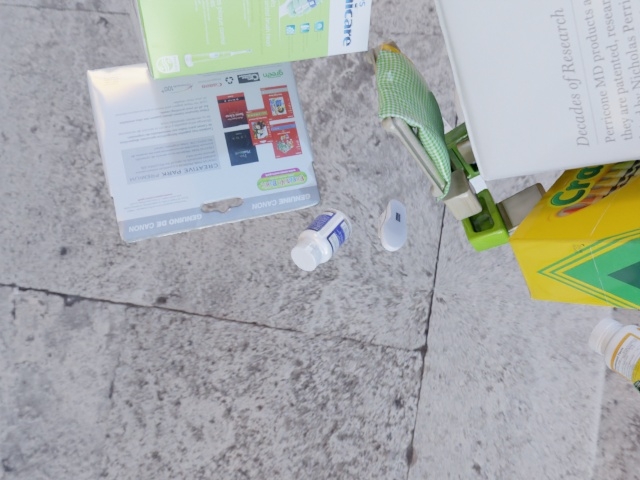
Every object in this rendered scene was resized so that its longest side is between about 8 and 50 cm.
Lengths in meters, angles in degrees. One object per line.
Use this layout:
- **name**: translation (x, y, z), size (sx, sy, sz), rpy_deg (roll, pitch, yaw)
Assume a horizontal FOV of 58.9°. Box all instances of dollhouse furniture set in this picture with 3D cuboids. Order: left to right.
- **dollhouse furniture set**: translation (0.207, -0.156, 0.793), size (0.151, 0.301, 0.197), rpy_deg (-28, 41, 22)

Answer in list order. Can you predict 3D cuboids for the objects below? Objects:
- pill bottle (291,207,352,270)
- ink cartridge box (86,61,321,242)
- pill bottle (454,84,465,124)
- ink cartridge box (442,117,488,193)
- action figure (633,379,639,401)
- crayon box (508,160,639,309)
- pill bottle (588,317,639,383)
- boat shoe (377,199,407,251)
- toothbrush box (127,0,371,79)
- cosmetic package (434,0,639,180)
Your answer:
- **pill bottle**: translation (0.000, 0.000, 1.638), size (0.112, 0.112, 0.186), rpy_deg (33, 49, 12)
- **ink cartridge box**: translation (-0.179, -0.141, 0.903), size (0.309, 0.130, 0.272), rpy_deg (-11, 80, -12)
- **pill bottle**: translation (0.439, -0.312, 1.087), size (0.334, 0.188, 0.188), rpy_deg (-21, 78, 53)
- **ink cartridge box**: translation (0.351, -0.193, 1.433), size (0.045, 0.208, 0.206), rpy_deg (-29, 42, 6)
- **action figure**: translation (0.752, 0.327, 1.211), size (0.137, 0.232, 0.063), rpy_deg (-43, 88, -10)
- **crayon box**: translation (0.458, -0.065, 0.675), size (0.363, 0.313, 0.106), rpy_deg (-41, 116, -31)
- **pill bottle**: translation (0.841, 0.307, 1.487), size (0.136, 0.136, 0.246), rpy_deg (-54, 40, 3)
- **boat shoe**: translation (0.236, -0.035, 1.904), size (0.095, 0.258, 0.084), rpy_deg (32, 127, -6)
- **toothbrush box**: translation (-0.101, -0.324, 0.733), size (0.283, 0.122, 0.206), rpy_deg (-12, 45, -16)
- **cosmetic package**: translation (0.381, -0.300, 0.644), size (0.394, 0.329, 0.327), rpy_deg (-5, 116, 39)
